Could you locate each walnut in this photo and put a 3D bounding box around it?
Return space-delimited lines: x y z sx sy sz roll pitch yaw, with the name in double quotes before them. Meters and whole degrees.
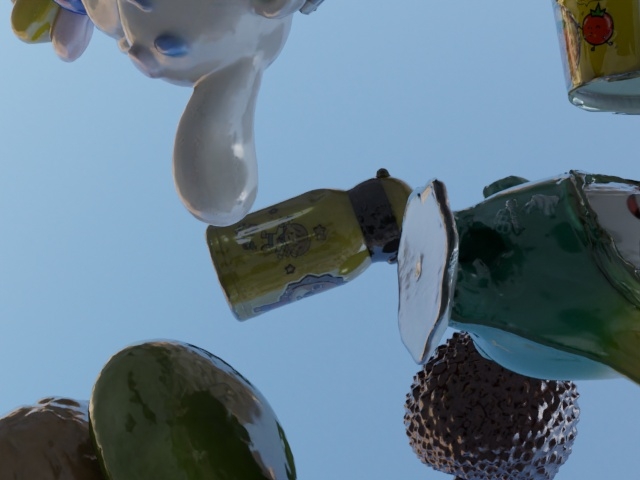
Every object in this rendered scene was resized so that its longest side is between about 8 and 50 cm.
"walnut" -0.274 0.315 1.170 0.285 0.296 0.285 -6 -136 6

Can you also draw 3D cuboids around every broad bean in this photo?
"broad bean" -0.115 0.225 1.092 0.119 0.291 0.238 -36 -177 28

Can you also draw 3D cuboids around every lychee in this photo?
"lychee" 0.272 0.275 1.730 0.276 0.276 0.304 17 -100 45

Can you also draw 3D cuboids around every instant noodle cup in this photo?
"instant noodle cup" 0.269 -0.187 0.887 0.182 0.182 0.144 -5 -97 35

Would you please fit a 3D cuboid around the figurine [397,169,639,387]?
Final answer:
"figurine" 0.262 0.043 1.132 0.340 0.231 0.323 6 -141 -9

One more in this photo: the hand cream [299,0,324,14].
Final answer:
"hand cream" 0.058 -0.347 1.173 0.255 0.048 0.079 -41 -103 28

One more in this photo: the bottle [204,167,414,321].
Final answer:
"bottle" 0.000 0.000 1.772 0.351 0.171 0.171 -19 -138 1

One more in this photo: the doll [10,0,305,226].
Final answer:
"doll" -0.151 -0.244 0.863 0.366 0.187 0.376 31 -74 35
